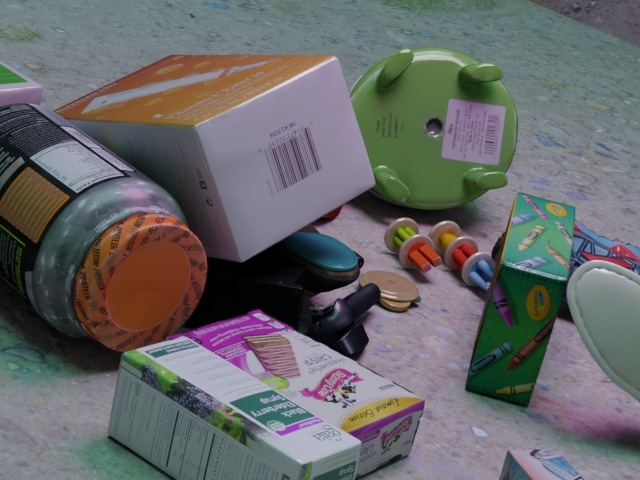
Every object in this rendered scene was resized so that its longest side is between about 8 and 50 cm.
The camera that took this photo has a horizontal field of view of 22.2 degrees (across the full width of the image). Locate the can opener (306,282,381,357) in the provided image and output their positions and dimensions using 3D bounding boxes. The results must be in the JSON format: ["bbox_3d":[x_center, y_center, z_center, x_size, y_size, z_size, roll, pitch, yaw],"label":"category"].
[{"bbox_3d":[0.029,0.090,1.953,0.059,0.073,0.186,-22,9,18],"label":"can opener"}]

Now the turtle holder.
[{"bbox_3d":[0.123,-0.152,2.419,0.320,0.243,0.227,-23,5,-7],"label":"turtle holder"}]

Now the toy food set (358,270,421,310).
[{"bbox_3d":[0.089,0.062,2.090,0.083,0.020,0.082,24,23,26],"label":"toy food set"}]

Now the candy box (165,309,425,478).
[{"bbox_3d":[-0.032,0.160,1.693,0.233,0.071,0.159,27,24,29],"label":"candy box"}]

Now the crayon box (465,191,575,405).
[{"bbox_3d":[0.246,0.064,1.981,0.081,0.165,0.278,16,21,5],"label":"crayon box"}]

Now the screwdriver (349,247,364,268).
[{"bbox_3d":[0.000,0.000,2.193,0.025,0.024,0.170,-33,40,-22],"label":"screwdriver"}]

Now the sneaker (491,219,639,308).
[{"bbox_3d":[0.352,0.046,2.162,0.262,0.104,0.125,14,33,-23],"label":"sneaker"}]

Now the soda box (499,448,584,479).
[{"bbox_3d":[0.241,0.274,1.594,0.063,0.058,0.183,4,24,-25],"label":"soda box"}]

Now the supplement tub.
[{"bbox_3d":[-0.276,-0.013,1.812,0.193,0.193,0.316,-5,29,-41],"label":"supplement tub"}]

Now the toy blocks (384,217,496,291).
[{"bbox_3d":[0.169,0.025,2.189,0.123,0.054,0.148,3,24,-28],"label":"toy blocks"}]

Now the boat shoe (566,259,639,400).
[{"bbox_3d":[0.385,0.139,1.846,0.305,0.109,0.091,44,2,-6],"label":"boat shoe"}]

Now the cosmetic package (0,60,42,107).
[{"bbox_3d":[-0.553,-0.192,2.149,0.197,0.155,0.365,-12,34,-44],"label":"cosmetic package"}]

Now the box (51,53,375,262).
[{"bbox_3d":[-0.138,-0.108,1.947,0.215,0.168,0.345,-31,23,-32],"label":"box"}]

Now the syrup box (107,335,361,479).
[{"bbox_3d":[-0.085,0.187,1.557,0.237,0.096,0.093,27,24,32],"label":"syrup box"}]

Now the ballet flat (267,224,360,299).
[{"bbox_3d":[-0.033,0.016,2.024,0.095,0.096,0.280,1,25,-27],"label":"ballet flat"}]

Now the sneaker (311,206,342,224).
[{"bbox_3d":[-0.045,-0.076,2.272,0.128,0.087,0.221,13,11,16],"label":"sneaker"}]

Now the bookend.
[{"bbox_3d":[-0.081,0.049,1.916,0.156,0.072,0.157,10,20,10],"label":"bookend"}]
